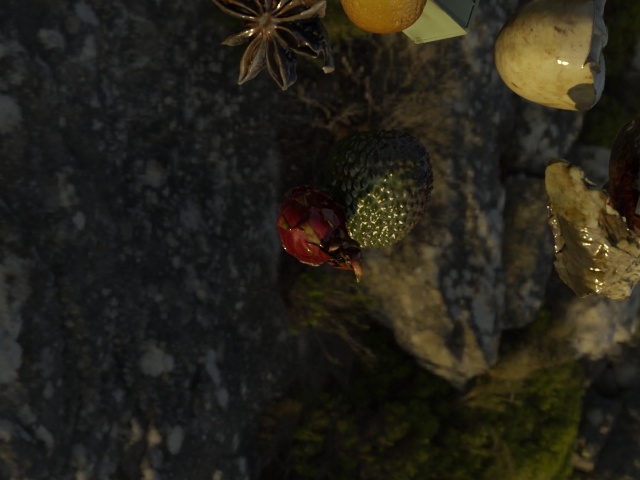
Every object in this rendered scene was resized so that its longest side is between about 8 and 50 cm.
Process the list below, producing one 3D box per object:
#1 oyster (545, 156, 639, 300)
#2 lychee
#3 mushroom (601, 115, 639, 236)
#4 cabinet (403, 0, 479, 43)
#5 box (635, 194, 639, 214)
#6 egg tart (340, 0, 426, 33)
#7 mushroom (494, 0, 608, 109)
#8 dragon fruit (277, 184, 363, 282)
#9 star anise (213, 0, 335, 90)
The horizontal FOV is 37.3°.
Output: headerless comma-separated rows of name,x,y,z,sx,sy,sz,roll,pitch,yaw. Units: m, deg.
oyster,0.455,0.009,1.579,0.110,0.166,0.341,-46,142,-18
lychee,0.075,-0.072,1.304,0.171,0.171,0.171,-13,106,-51
mushroom,0.678,-0.081,1.894,0.345,0.239,0.345,38,30,-26
cabinet,0.200,-0.520,1.904,0.206,0.150,0.145,31,71,-38
box,0.670,-0.054,1.539,0.164,0.256,0.069,110,5,-64
egg tart,0.107,-0.467,1.678,0.202,0.202,0.147,-59,164,-27
mushroom,0.398,-0.338,1.637,0.254,0.189,0.195,40,58,-70
dragon fruit,0.000,0.000,1.212,0.094,0.190,0.094,-14,129,-17
star anise,-0.063,-0.342,1.518,0.230,0.262,0.081,-61,158,14
